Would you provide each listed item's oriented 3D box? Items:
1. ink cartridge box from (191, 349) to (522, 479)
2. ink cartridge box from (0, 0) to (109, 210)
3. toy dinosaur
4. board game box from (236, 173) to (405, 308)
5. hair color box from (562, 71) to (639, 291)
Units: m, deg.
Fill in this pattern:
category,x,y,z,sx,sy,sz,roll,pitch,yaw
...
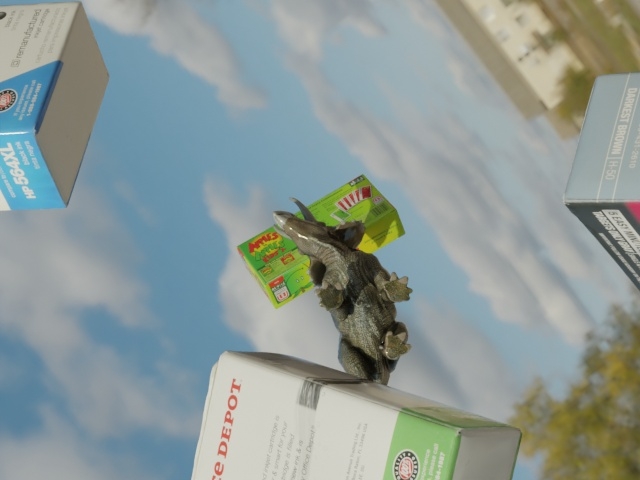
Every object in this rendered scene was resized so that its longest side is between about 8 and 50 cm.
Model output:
category,x,y,z,sx,sy,sz,roll,pitch,yaw
ink cartridge box,0.017,0.181,0.980,0.219,0.160,0.092,15,-176,38
ink cartridge box,-0.281,-0.101,1.027,0.086,0.203,0.148,76,-163,-48
toy dinosaur,0.051,0.095,1.489,0.160,0.121,0.314,-98,-13,-82
board game box,0.000,0.000,1.623,0.092,0.181,0.043,50,167,50
hair color box,0.376,-0.028,0.897,0.185,0.374,0.114,41,-121,-43
